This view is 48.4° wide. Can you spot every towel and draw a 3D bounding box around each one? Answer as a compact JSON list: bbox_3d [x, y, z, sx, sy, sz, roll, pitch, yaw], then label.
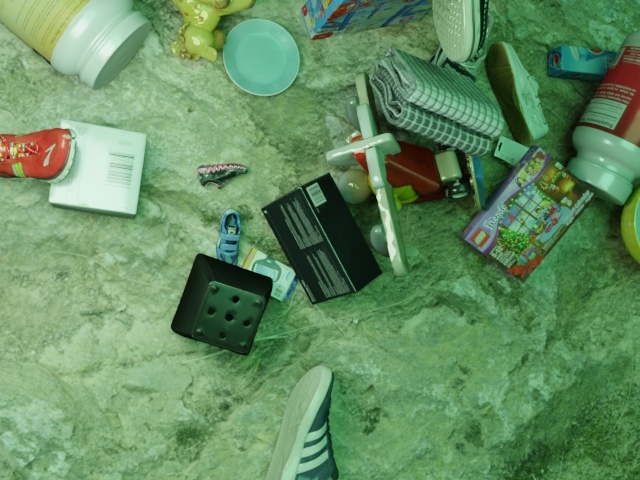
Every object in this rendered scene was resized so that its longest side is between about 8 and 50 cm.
[{"bbox_3d":[0.242,-0.301,1.557,0.235,0.284,0.121,16,117,-20],"label":"towel"}]

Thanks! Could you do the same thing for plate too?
[{"bbox_3d":[-0.142,-0.436,1.707,0.188,0.024,0.188,1,86,-16],"label":"plate"}]

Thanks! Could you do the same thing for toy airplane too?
[{"bbox_3d":[0.136,-0.155,1.641,0.384,0.272,0.386,52,41,-20],"label":"toy airplane"}]

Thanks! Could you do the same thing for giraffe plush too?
[{"bbox_3d":[-0.263,-0.493,1.616,0.210,0.181,0.171,-4,109,-27],"label":"giraffe plush"}]

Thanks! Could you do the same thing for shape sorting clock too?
[{"bbox_3d":[0.376,-0.174,1.763,0.040,0.206,0.206,-7,88,11],"label":"shape sorting clock"}]

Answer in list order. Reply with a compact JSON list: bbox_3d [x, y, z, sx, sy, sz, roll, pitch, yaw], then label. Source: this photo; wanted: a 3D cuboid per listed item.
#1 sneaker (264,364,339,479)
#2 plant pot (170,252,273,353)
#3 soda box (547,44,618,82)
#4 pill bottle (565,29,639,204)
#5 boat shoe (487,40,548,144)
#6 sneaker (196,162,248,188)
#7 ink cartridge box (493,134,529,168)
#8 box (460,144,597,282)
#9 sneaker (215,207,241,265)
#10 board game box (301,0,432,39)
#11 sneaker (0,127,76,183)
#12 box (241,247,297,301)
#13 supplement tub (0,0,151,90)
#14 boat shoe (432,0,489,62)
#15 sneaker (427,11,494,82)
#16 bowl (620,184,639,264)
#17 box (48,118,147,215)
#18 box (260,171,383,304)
[{"bbox_3d":[-0.013,0.465,1.634,0.148,0.131,0.350,21,86,-21],"label":"sneaker"},{"bbox_3d":[-0.206,0.153,1.554,0.188,0.167,0.188,20,91,-15],"label":"plant pot"},{"bbox_3d":[0.730,-0.480,1.949,0.210,0.067,0.071,2,85,-17],"label":"soda box"},{"bbox_3d":[0.804,-0.311,1.847,0.229,0.229,0.408,26,96,-13],"label":"pill bottle"},{"bbox_3d":[0.523,-0.394,1.870,0.096,0.098,0.277,-24,101,-19],"label":"boat shoe"},{"bbox_3d":[-0.227,-0.149,1.655,0.119,0.047,0.057,-6,104,-14],"label":"sneaker"},{"bbox_3d":[0.509,-0.226,1.883,0.115,0.029,0.063,22,80,-13],"label":"ink cartridge box"},{"bbox_3d":[0.525,-0.065,1.805,0.201,0.057,0.293,35,101,-11],"label":"box"},{"bbox_3d":[-0.210,-0.005,1.636,0.053,0.059,0.144,1,87,-18],"label":"sneaker"},{"bbox_3d":[0.146,-0.582,1.659,0.308,0.302,0.086,-15,90,-17],"label":"board game box"},{"bbox_3d":[-0.598,-0.170,1.422,0.118,0.279,0.107,13,74,-55],"label":"sneaker"},{"bbox_3d":[-0.120,0.084,1.673,0.136,0.028,0.081,29,78,-11],"label":"box"},{"bbox_3d":[-0.537,-0.490,1.485,0.316,0.228,0.228,41,76,-10],"label":"supplement tub"},{"bbox_3d":[0.326,-0.608,1.465,0.155,0.187,0.500,6,79,-11],"label":"boat shoe"},{"bbox_3d":[0.335,-0.438,1.789,0.122,0.146,0.331,26,80,-15],"label":"sneaker"},{"bbox_3d":[0.916,-0.038,1.925,0.289,0.156,0.290,1,85,-16],"label":"bowl"},{"bbox_3d":[-0.477,-0.149,1.535,0.181,0.119,0.181,8,84,-15],"label":"box"},{"bbox_3d":[0.000,0.000,1.625,0.103,0.184,0.261,-31,96,-38],"label":"box"}]
